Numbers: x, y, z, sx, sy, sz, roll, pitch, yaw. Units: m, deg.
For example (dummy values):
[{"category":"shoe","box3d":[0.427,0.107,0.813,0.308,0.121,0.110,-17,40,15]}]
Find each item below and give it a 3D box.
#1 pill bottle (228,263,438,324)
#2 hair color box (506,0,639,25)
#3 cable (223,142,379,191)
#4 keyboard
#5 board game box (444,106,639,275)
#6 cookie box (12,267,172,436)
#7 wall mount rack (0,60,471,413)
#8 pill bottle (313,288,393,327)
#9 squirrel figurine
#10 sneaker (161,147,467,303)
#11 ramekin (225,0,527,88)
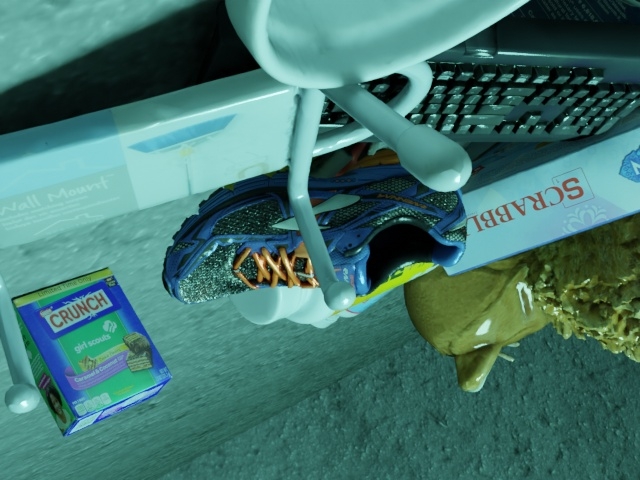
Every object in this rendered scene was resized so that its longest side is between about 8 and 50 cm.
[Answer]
[{"category":"pill bottle","box3d":[0.015,0.004,0.909,0.215,0.117,0.117,-22,164,-39]},{"category":"hair color box","box3d":[0.264,-0.229,0.635,0.174,0.105,0.347,-28,166,-19]},{"category":"cable","box3d":[0.040,-0.089,0.696,0.287,0.072,0.139,-39,156,34]},{"category":"keyboard","box3d":[0.088,-0.110,0.589,0.317,0.033,0.201,-3,153,-22]},{"category":"board game box","box3d":[0.271,-0.103,0.839,0.319,0.066,0.318,-21,-167,29]},{"category":"cookie box","box3d":[-0.184,0.086,0.777,0.092,0.107,0.040,-21,163,-42]},{"category":"wall mount rack","box3d":[-0.081,-0.008,0.475,0.350,0.130,0.304,-17,166,-10]},{"category":"pill bottle","box3d":[0.044,0.036,1.174,0.160,0.087,0.087,-39,166,27]},{"category":"squirrel figurine","box3d":[0.273,0.003,1.031,0.370,0.281,0.397,-19,178,-7]},{"category":"sneaker","box3d":[0.000,0.000,0.670,0.221,0.087,0.083,-18,142,-4]},{"category":"ramekin","box3d":[0.039,-0.160,0.357,0.207,0.109,0.207,-29,167,-7]}]
